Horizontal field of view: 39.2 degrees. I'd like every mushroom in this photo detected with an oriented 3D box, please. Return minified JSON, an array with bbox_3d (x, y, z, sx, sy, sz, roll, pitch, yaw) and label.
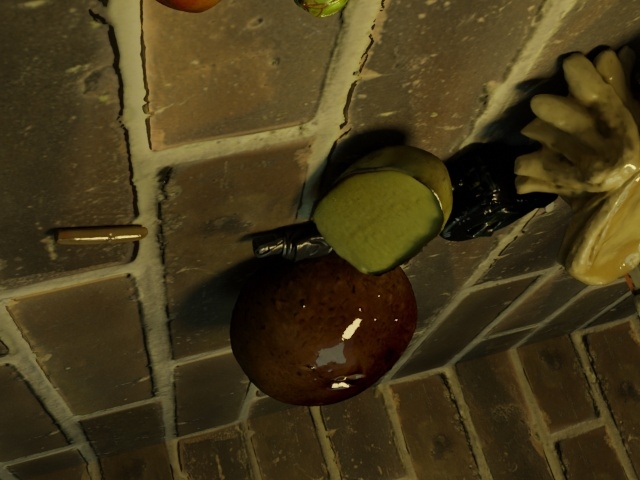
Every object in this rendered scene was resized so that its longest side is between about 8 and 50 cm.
[{"bbox_3d":[0.021,0.121,1.639,0.334,0.356,0.331,41,132,-23],"label":"mushroom"}]

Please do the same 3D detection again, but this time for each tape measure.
[{"bbox_3d":[0.265,-0.067,1.441,0.199,0.112,0.186,0,156,-38],"label":"tape measure"}]

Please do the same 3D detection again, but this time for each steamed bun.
[{"bbox_3d":[0.408,-0.127,1.241,0.247,0.189,0.428,-10,139,-34],"label":"steamed bun"}]

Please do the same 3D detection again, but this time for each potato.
[{"bbox_3d":[0.100,-0.062,1.300,0.111,0.160,0.272,-56,-175,-31],"label":"potato"}]

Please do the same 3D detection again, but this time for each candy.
[{"bbox_3d":[0.059,-0.260,0.842,0.194,0.058,0.062,-22,131,-17],"label":"candy"}]

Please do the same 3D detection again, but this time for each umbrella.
[{"bbox_3d":[0.000,0.000,1.474,0.235,0.059,0.066,-10,135,-23],"label":"umbrella"}]

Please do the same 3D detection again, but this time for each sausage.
[{"bbox_3d":[-0.302,-0.007,1.245,0.132,0.024,0.024,-2,156,-34],"label":"sausage"}]

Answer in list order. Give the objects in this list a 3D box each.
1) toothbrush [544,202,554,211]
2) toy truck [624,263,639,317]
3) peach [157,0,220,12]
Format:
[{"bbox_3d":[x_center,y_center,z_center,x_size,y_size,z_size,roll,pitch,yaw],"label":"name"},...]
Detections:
[{"bbox_3d":[0.406,-0.109,1.579,0.020,0.025,0.286,-17,160,5],"label":"toothbrush"},{"bbox_3d":[0.687,0.061,1.750,0.173,0.388,0.207,-25,166,24],"label":"toy truck"},{"bbox_3d":[-0.109,-0.225,0.695,0.100,0.101,0.101,-15,161,-6],"label":"peach"}]
